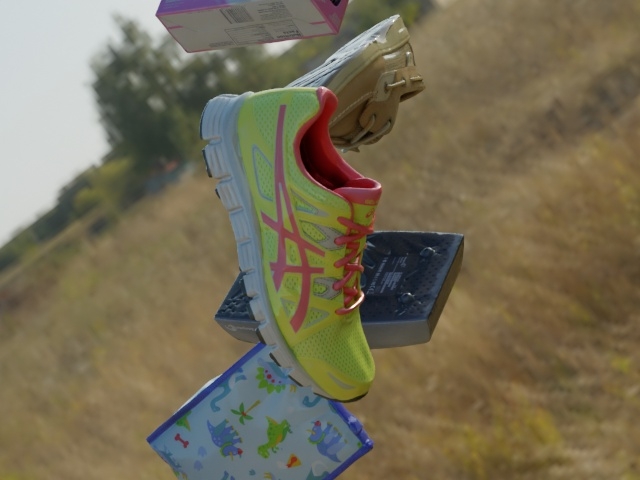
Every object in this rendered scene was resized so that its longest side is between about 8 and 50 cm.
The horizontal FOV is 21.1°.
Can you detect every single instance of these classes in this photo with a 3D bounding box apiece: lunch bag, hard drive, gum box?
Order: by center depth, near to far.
[{"bbox_3d":[-0.045,0.160,1.423,0.151,0.129,0.096,-42,-2,32],"label":"lunch bag"},{"bbox_3d":[-0.052,-0.246,1.627,0.188,0.062,0.107,-2,56,33],"label":"gum box"},{"bbox_3d":[0.026,0.056,1.922,0.254,0.054,0.172,-1,36,24],"label":"hard drive"}]

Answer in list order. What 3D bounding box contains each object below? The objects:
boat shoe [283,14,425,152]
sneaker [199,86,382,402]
[{"bbox_3d":[0.044,-0.162,1.963,0.121,0.110,0.341,-25,11,32],"label":"boat shoe"},{"bbox_3d":[0.000,0.000,1.059,0.094,0.208,0.081,-17,8,22],"label":"sneaker"}]
